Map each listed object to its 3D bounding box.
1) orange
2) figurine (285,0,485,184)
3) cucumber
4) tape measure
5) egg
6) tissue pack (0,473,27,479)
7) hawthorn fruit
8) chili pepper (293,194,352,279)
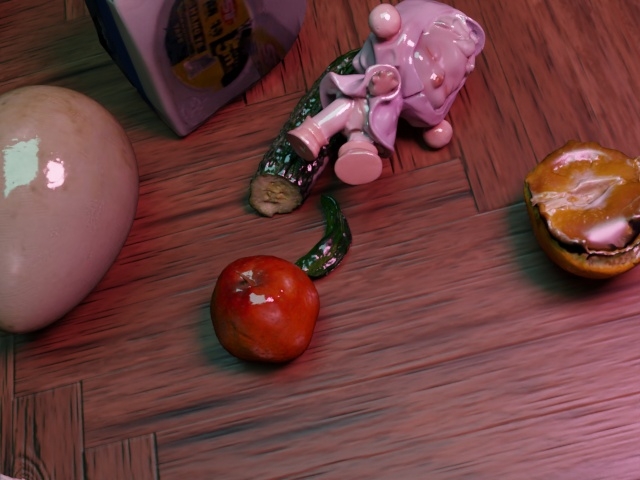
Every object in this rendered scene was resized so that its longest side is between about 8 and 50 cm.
[{"bbox_3d":[0.292,-0.026,0.940,0.160,0.112,0.170,29,47,36],"label":"orange"},{"bbox_3d":[0.082,-0.181,1.037,0.133,0.200,0.276,15,55,48],"label":"figurine"},{"bbox_3d":[-0.002,-0.147,1.099,0.077,0.077,0.265,21,66,22],"label":"cucumber"},{"bbox_3d":[-0.146,-0.292,1.107,0.262,0.259,0.138,-31,60,-11],"label":"tape measure"},{"bbox_3d":[-0.328,-0.037,1.024,0.218,0.218,0.296,4,70,15],"label":"egg"},{"bbox_3d":[-0.276,0.415,0.813,0.242,0.125,0.344,15,66,20],"label":"tissue pack"},{"bbox_3d":[-0.059,0.068,0.964,0.125,0.140,0.125,7,34,-5],"label":"hawthorn fruit"},{"bbox_3d":[0.008,0.001,1.033,0.055,0.035,0.118,20,71,4],"label":"chili pepper"}]
